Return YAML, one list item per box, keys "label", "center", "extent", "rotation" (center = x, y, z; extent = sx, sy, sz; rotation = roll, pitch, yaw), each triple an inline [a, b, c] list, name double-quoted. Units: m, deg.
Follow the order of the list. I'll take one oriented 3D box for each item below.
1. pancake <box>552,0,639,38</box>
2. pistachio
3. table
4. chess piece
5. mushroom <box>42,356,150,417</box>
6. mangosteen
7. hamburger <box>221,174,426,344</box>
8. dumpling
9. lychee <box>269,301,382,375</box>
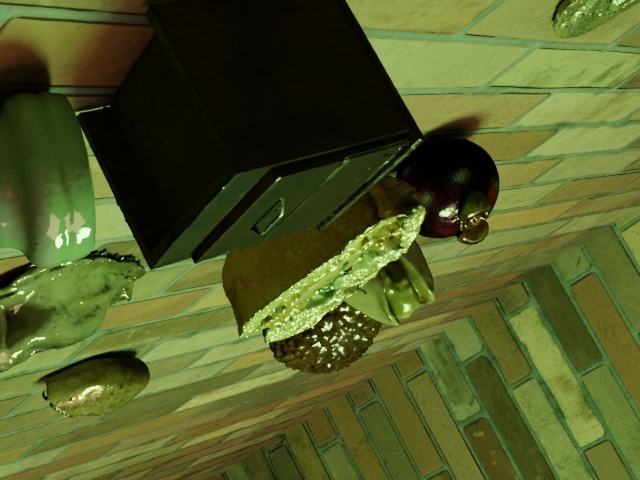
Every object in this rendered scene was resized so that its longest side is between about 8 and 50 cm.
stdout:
- label: "pancake"
  center: [0.335, -0.281, 1.404]
  extent: [0.158, 0.028, 0.158]
  rotation: [-24, 168, -5]
- label: "pistachio"
  center: [0.065, 0.026, 1.644]
  extent: [0.144, 0.215, 0.144]
  rotation: [-24, 143, -20]
- label: "table"
  center: [-0.061, -0.092, 1.026]
  extent: [0.193, 0.172, 0.169]
  rotation: [-17, 163, -40]
- label: "chess piece"
  center: [-0.314, -0.028, 0.923]
  extent: [0.272, 0.139, 0.139]
  rotation: [-11, 161, -20]
- label: "mushroom"
  center: [-0.326, 0.218, 1.870]
  extent: [0.094, 0.072, 0.210]
  rotation: [-41, 162, 16]
- label: "mangosteen"
  center: [0.174, -0.061, 1.646]
  extent: [0.153, 0.152, 0.152]
  rotation: [-26, 166, -7]
- label: "hamburger"
  center: [0.000, 0.000, 1.525]
  extent: [0.283, 0.156, 0.144]
  rotation: [-38, 144, 20]
- label: "dumpling"
  center: [-0.314, 0.086, 1.396]
  extent: [0.332, 0.086, 0.166]
  rotation: [-21, 168, -40]
- label: "lychee"
  center: [0.002, 0.109, 1.869]
  extent: [0.200, 0.200, 0.238]
  rotation: [-23, 171, -20]
